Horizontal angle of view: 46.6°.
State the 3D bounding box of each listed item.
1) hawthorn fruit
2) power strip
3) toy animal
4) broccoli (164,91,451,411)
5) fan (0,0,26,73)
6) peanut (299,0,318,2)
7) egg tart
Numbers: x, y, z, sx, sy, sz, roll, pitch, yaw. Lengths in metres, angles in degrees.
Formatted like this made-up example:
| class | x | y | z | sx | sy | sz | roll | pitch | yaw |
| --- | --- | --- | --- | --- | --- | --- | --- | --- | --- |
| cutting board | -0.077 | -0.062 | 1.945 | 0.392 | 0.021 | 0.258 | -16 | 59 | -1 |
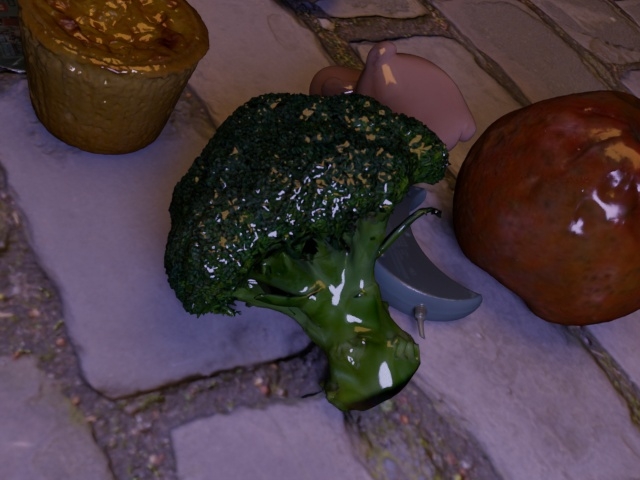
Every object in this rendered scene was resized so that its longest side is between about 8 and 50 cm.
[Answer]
| class | x | y | z | sx | sy | sz | roll | pitch | yaw |
| --- | --- | --- | --- | --- | --- | --- | --- | --- | --- |
| hawthorn fruit | 0.313 | -0.058 | 0.857 | 0.277 | 0.298 | 0.277 | 11 | 59 | -19 |
| power strip | 0.102 | 0.021 | 0.860 | 0.137 | 0.044 | 0.216 | 1 | 49 | -25 |
| toy animal | 0.072 | -0.146 | 0.904 | 0.171 | 0.198 | 0.171 | 6 | 77 | -29 |
| broccoli | 0.000 | 0.000 | 0.711 | 0.297 | 0.297 | 0.297 | -38 | 103 | -44 |
| fan | -0.332 | -0.274 | 0.947 | 0.294 | 0.012 | 0.223 | 13 | 45 | -14 |
| peanut | -0.004 | -0.515 | 1.243 | 0.149 | 0.149 | 0.313 | 19 | 41 | -9 |
| egg tart | -0.234 | -0.197 | 0.825 | 0.202 | 0.147 | 0.202 | 13 | 47 | -14 |
